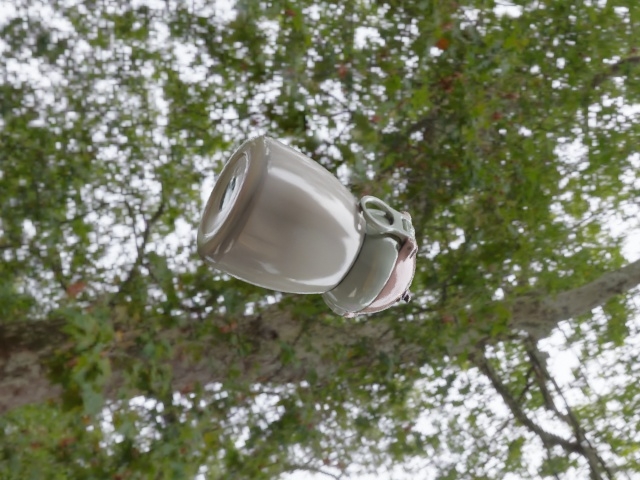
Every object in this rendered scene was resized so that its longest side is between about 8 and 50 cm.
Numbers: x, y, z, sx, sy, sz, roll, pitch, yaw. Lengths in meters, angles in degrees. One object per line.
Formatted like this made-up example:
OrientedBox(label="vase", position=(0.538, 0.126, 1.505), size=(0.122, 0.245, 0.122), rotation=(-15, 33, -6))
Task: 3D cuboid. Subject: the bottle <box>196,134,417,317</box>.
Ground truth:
OrientedBox(label="bottle", position=(0.000, 0.000, 0.904), size=(0.147, 0.236, 0.147), rotation=(-49, -154, 34))
